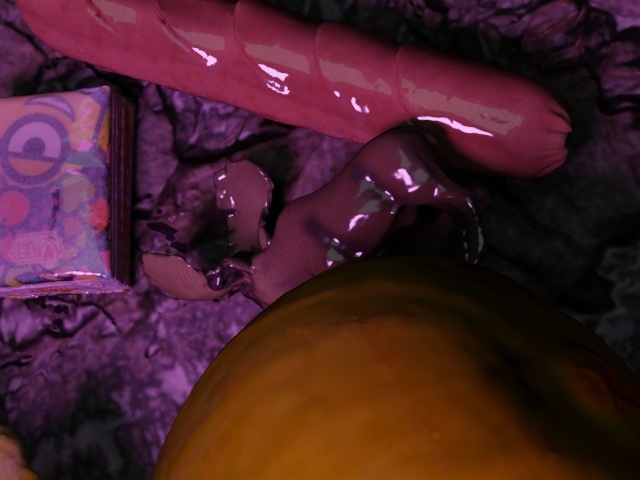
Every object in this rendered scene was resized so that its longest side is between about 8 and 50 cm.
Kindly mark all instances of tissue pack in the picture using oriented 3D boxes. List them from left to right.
[{"bbox_3d":[-0.194,-0.034,1.135,0.108,0.060,0.148,-5,74,13],"label":"tissue pack"}]

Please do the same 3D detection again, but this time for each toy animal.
[{"bbox_3d":[0.000,0.000,1.057,0.186,0.094,0.214,45,108,7],"label":"toy animal"}]

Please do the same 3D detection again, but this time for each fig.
[{"bbox_3d":[0.044,0.185,0.889,0.343,0.343,0.343,-3,75,12],"label":"fig"}]

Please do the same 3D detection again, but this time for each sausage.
[{"bbox_3d":[-0.031,-0.124,1.106,0.433,0.088,0.088,18,80,14],"label":"sausage"}]

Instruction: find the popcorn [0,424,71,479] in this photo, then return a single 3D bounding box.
[{"bbox_3d":[-0.221,0.258,0.993,0.256,0.195,0.255,31,82,18],"label":"popcorn"}]
